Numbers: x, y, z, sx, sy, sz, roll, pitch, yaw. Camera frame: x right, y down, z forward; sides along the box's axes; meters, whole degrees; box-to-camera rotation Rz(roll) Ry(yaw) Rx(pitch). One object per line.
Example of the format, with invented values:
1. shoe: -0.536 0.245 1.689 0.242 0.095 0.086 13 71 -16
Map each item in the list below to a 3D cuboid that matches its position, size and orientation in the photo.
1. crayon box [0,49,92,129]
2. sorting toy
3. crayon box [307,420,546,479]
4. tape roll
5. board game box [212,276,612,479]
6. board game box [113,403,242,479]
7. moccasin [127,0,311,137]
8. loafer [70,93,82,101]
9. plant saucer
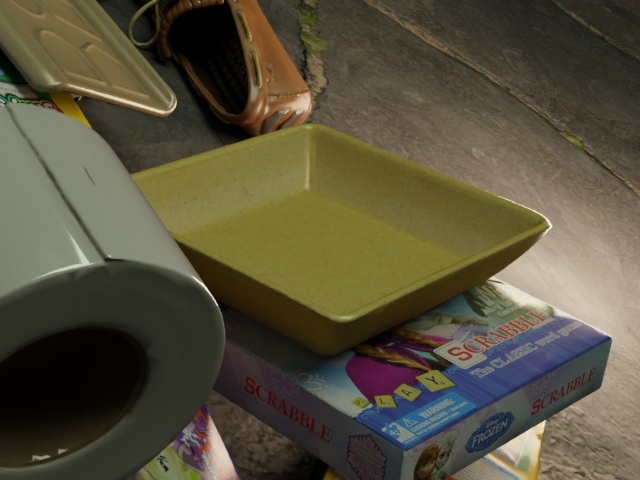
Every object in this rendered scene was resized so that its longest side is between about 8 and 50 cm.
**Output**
1. crayon box: -0.432 -0.183 1.335 0.363 0.106 0.313 12 35 -48
2. sorting toy: -0.309 -0.247 1.470 0.307 0.041 0.229 49 20 19
3. crayon box: 0.104 0.224 1.322 0.203 0.083 0.323 32 29 -2
4. tape roll: -0.209 0.053 0.932 0.246 0.246 0.169 5 36 -43
5. board game box: 0.060 0.098 1.316 0.318 0.065 0.319 27 32 35
6. board game box: -0.135 0.181 1.104 0.208 0.056 0.347 42 13 -52
7. moccasin: -0.159 -0.280 1.800 0.147 0.139 0.380 11 44 -51
8. loafer: -0.288 -0.194 1.603 0.056 0.050 0.148 40 13 4
9. plant saucer: 0.000 0.000 1.335 0.333 0.081 0.333 25 31 35
